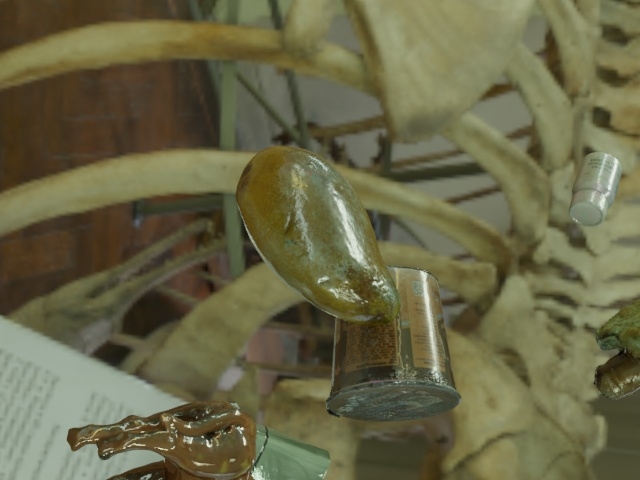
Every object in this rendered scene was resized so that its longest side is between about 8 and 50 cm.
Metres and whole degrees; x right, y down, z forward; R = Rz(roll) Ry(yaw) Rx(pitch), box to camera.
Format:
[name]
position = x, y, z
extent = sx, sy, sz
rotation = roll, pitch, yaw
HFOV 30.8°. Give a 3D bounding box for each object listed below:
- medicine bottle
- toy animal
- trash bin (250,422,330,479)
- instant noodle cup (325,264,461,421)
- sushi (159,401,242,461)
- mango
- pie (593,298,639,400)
[medicine bottle]
position = 0.335, -0.062, 1.418
extent = 0.052, 0.052, 0.089
rotation = 78, 30, -46
[toy animal]
position = -0.089, 0.197, 0.850
extent = 0.224, 0.230, 0.066
rotation = -59, -141, 33
[trash bin]
position = -0.068, 0.343, 1.724
extent = 0.116, 0.130, 0.059
rotation = -64, -164, 13
[instant noodle cup]
position = 0.111, 0.166, 1.861
extent = 0.217, 0.217, 0.207
rotation = 61, 25, -64
[sushi]
position = -0.190, 0.447, 2.148
extent = 0.219, 0.047, 0.231
rotation = -38, 108, -21
[mango]
position = 0.000, 0.000, 1.708
extent = 0.316, 0.146, 0.193
rotation = 53, 41, -1
[pie]
position = 0.519, 0.112, 1.628
extent = 0.105, 0.274, 0.257
rotation = 58, 42, -14
